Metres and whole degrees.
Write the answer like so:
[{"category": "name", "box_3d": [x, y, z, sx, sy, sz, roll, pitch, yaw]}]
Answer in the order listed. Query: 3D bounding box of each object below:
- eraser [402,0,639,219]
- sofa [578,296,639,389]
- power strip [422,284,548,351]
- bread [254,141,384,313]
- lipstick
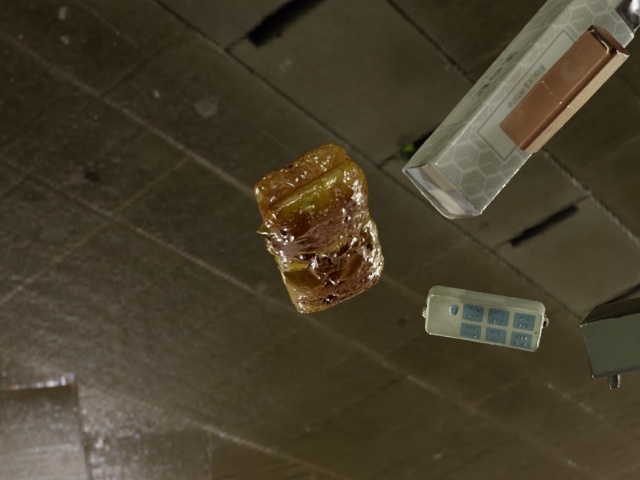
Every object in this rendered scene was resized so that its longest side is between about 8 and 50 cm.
[{"category": "eraser", "box_3d": [0.276, -0.203, 1.395, 0.098, 0.096, 0.404, 45, 78, -15]}, {"category": "sofa", "box_3d": [0.272, 0.082, 0.927, 0.085, 0.060, 0.147, -16, 177, 19]}, {"category": "power strip", "box_3d": [0.251, 0.118, 1.689, 0.192, 0.035, 0.081, 9, 129, 10]}, {"category": "bread", "box_3d": [-0.001, -0.002, 1.287, 0.139, 0.077, 0.271, -29, 152, -8]}, {"category": "lipstick", "box_3d": [0.258, -0.160, 1.173, 0.145, 0.045, 0.045, -49, 156, 26]}]
